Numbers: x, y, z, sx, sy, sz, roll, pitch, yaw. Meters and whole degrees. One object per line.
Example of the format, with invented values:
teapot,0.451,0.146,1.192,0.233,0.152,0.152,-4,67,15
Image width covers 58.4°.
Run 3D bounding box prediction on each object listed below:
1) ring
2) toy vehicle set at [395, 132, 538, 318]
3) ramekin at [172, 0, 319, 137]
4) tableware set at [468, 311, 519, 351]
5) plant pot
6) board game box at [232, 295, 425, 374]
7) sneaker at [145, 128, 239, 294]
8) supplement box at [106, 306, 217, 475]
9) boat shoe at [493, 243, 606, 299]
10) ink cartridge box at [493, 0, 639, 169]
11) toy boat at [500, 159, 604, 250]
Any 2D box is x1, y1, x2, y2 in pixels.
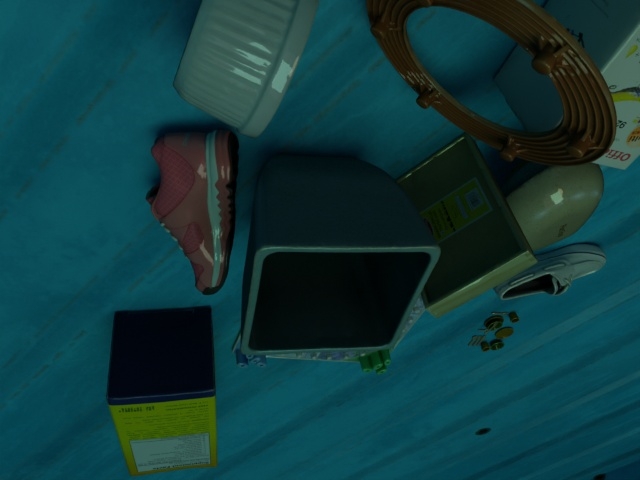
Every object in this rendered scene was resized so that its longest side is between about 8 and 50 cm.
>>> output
ring,0.184,-0.190,0.679,0.032,0.336,0.336,-53,132,-4
toy vehicle set,0.205,-0.032,0.885,0.166,0.267,0.035,-33,133,24
ramekin,-0.089,-0.231,0.648,0.109,0.207,0.207,19,131,-18
tableware set,0.439,0.229,1.414,0.103,0.024,0.154,3,136,-17
plant pot,0.000,0.000,0.881,0.247,0.252,0.247,0,138,-14
board game box,0.046,0.165,1.228,0.389,0.050,0.390,8,134,-21
sneaker,-0.205,-0.045,0.911,0.136,0.116,0.314,6,129,-5
supplement box,-0.319,0.325,1.207,0.194,0.195,0.357,-2,137,-12
boat shoe,0.487,0.078,1.211,0.258,0.084,0.095,-13,138,0
ink cartridge box,0.391,-0.243,0.769,0.171,0.168,0.233,8,135,-23
toy boat,0.310,-0.055,0.971,0.318,0.148,0.267,-24,159,5
